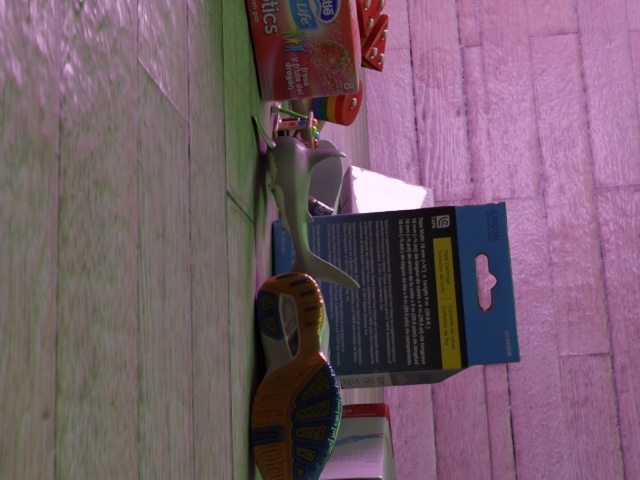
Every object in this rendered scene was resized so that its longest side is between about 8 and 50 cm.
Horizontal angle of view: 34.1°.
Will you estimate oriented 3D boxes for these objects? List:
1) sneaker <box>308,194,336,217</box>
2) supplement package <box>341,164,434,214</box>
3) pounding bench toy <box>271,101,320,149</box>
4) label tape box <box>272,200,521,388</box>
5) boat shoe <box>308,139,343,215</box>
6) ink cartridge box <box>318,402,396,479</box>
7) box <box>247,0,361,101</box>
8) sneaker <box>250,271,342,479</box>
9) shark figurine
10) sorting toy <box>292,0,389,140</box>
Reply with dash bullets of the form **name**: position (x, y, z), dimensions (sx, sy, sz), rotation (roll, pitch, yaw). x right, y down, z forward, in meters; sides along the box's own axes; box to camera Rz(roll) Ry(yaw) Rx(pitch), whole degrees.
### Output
- **sneaker**: position (0.000, 0.000, 1.643), dimensions (0.064, 0.086, 0.192), rotation (-57, 152, -27)
- **supplement package**: position (0.105, 0.037, 1.901), dimensions (0.293, 0.178, 0.175), rotation (-91, -158, -46)
- **pounding bench toy**: position (-0.037, -0.174, 1.593), dimensions (0.052, 0.065, 0.083), rotation (-85, 168, -53)
- **label tape box**: position (0.105, 0.083, 1.488), dimensions (0.106, 0.334, 0.240), rotation (68, 19, -68)
- **boat shoe**: position (0.003, -0.062, 1.827), dimensions (0.076, 0.080, 0.228), rotation (-88, 174, -83)
- **ink cartridge box**: position (0.059, 0.434, 1.755), dimensions (0.306, 0.131, 0.226), rotation (-60, 146, -75)
- **box**: position (-0.027, -0.363, 1.470), dimensions (0.154, 0.142, 0.300), rotation (-83, 167, -61)
- **sneaker**: position (-0.022, 0.189, 1.316), dimensions (0.131, 0.112, 0.296), rotation (77, 12, -54)
- **shark figurine**: position (-0.014, -0.074, 1.418), dimensions (0.166, 0.116, 0.278), rotation (72, 4, -50)
- **sorting toy**: position (0.041, -0.337, 1.833), dimensions (0.257, 0.089, 0.255), rotation (-62, 158, -27)
